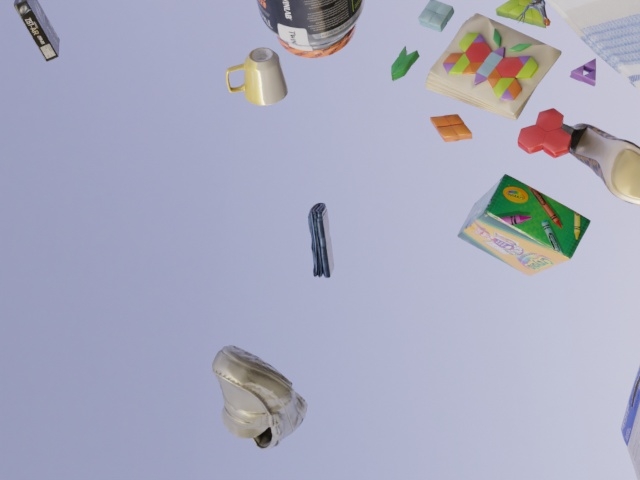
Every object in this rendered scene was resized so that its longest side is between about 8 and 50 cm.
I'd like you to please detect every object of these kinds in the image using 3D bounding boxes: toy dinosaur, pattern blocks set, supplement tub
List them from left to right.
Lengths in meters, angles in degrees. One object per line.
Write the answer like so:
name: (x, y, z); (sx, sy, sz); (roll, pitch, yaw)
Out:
supplement tub: (-0.024, -0.464, 1.509); (0.316, 0.194, 0.193); (77, -153, -62)
pattern blocks set: (0.275, -0.277, 1.433); (0.285, 0.325, 0.026); (-66, -25, -17)
toy dinosaur: (0.337, -0.372, 1.373); (0.090, 0.047, 0.082); (-42, -83, -4)

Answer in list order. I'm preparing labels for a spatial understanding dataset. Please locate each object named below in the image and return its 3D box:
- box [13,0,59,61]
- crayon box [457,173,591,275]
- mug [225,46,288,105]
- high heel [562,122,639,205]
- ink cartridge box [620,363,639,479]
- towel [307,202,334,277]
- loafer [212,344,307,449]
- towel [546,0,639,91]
box: (-0.369, -0.283, 1.168); (0.067, 0.018, 0.083); (-112, -2, -56)
crayon box: (0.359, -0.021, 1.621); (0.081, 0.165, 0.278); (-61, -3, -8)
mug: (-0.084, -0.226, 1.229); (0.078, 0.062, 0.064); (-34, -36, -24)
high heel: (0.553, -0.137, 1.634); (0.093, 0.261, 0.186); (-59, -24, 18)
ink cartridge box: (0.481, 0.272, 1.209); (0.311, 0.065, 0.185); (-77, -6, -68)
towel: (0.000, 0.000, 1.513); (0.067, 0.029, 0.119); (-58, -38, -70)
loafer: (-0.098, 0.248, 1.355); (0.111, 0.112, 0.319); (-55, -26, -14)
towel: (0.306, -0.154, 0.739); (0.285, 0.209, 0.034); (41, -93, -12)
